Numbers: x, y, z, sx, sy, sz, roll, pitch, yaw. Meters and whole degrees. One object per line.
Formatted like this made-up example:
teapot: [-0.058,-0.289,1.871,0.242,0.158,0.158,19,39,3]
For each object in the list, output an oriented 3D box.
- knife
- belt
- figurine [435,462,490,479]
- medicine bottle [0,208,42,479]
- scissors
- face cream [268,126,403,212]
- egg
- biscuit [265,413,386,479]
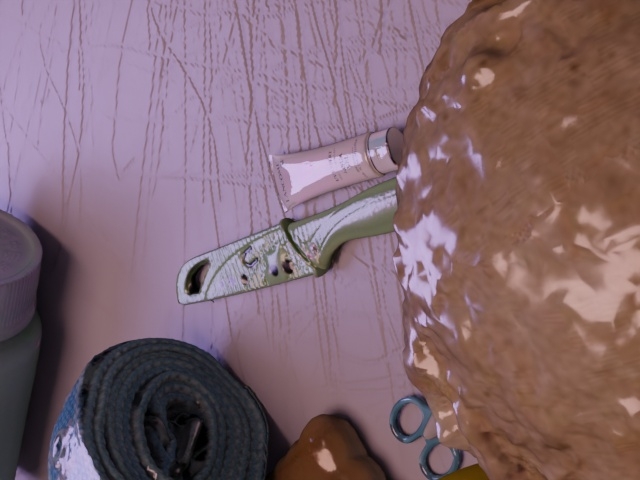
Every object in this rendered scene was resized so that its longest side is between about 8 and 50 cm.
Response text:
knife: [-0.001,0.001,1.115,0.293,0.020,0.043,-18,91,46]
belt: [-0.109,0.144,1.164,0.147,0.163,0.082,39,125,11]
figurine: [0.088,0.265,0.949,0.187,0.215,0.344,33,132,21]
medicine bottle: [-0.283,0.095,1.329,0.139,0.139,0.225,35,125,31]
scissors: [0.081,0.098,1.070,0.058,0.014,0.119,52,135,18]
face cream: [0.009,-0.045,1.090,0.115,0.020,0.038,-14,94,48]
egg: [0.166,0.008,0.783,0.279,0.279,0.310,-20,107,45]
biscuit: [-0.018,0.281,1.203,0.217,0.044,0.325,56,133,17]
